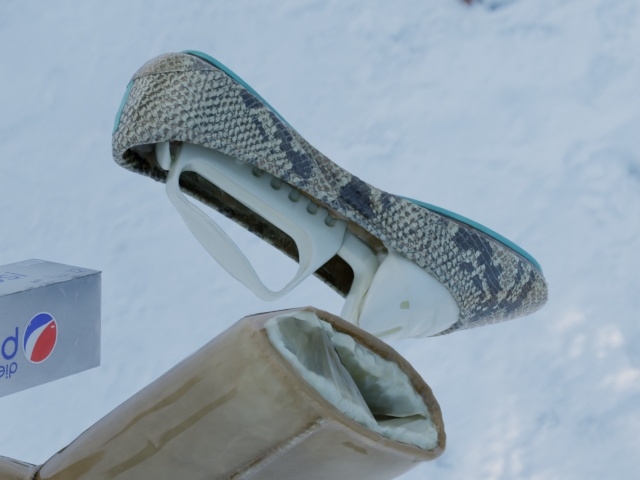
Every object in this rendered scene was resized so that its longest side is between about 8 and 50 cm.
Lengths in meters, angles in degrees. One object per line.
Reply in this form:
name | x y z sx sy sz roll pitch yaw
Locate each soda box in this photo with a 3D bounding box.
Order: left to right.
soda box | -0.317 0.088 1.370 0.286 0.091 0.098 -16 112 -57

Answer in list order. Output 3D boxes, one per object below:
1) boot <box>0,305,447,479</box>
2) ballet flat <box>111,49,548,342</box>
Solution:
boot | -0.112 0.104 0.782 0.236 0.269 0.089 27 42 -39
ballet flat | 0.000 0.000 1.536 0.482 0.164 0.182 32 55 -11
